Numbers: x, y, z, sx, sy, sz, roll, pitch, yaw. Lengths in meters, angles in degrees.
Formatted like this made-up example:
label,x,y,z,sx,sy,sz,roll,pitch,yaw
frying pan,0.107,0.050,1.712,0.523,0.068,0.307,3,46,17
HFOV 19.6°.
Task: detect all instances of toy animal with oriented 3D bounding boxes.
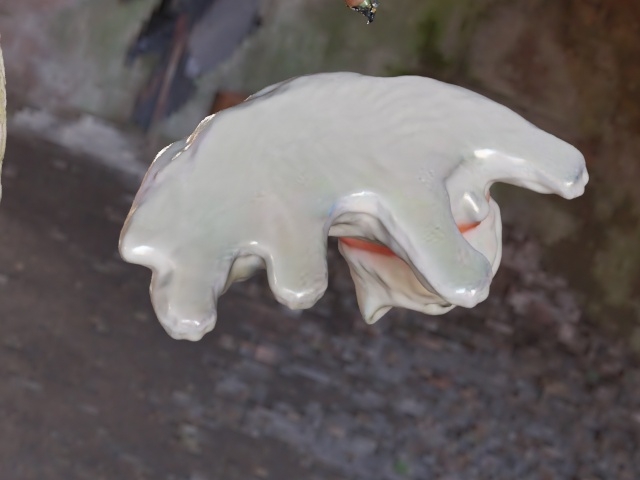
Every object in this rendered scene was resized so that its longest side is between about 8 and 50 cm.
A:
label,x,y,z,sx,sy,sz,roll,pitch,yaw
toy animal,0.000,0.000,1.412,0.266,0.308,0.188,38,-23,2

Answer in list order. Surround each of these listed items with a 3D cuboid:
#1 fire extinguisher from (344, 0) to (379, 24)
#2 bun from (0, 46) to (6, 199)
label,x,y,z,sx,sy,sz,roll,pitch,yaw
fire extinguisher,0.013,-0.182,1.259,0.083,0.022,0.028,55,32,0
bun,-0.239,-0.037,0.995,0.116,0.210,0.237,7,35,4
